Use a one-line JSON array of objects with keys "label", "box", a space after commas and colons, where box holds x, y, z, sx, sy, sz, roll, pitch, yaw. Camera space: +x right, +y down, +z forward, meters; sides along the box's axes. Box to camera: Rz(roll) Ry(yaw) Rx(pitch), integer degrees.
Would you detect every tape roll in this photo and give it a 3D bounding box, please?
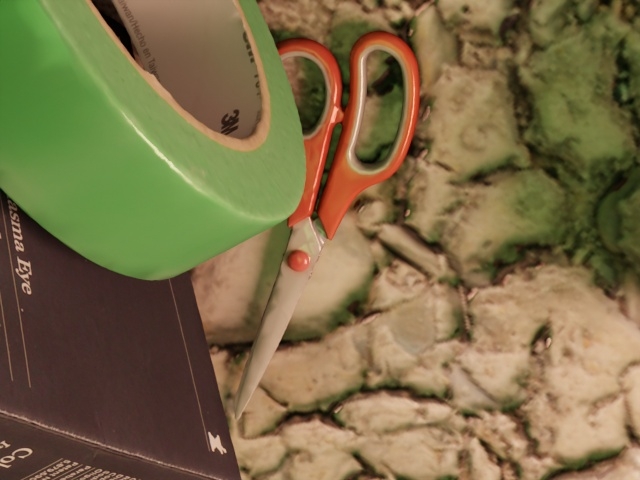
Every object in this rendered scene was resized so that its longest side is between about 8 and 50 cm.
[{"label": "tape roll", "box": [-0.123, -0.137, 0.710, 0.077, 0.321, 0.321, -28, 102, 16]}]

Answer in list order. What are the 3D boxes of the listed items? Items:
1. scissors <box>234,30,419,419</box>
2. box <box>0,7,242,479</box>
[{"label": "scissors", "box": [0.000, 0.000, 0.895, 0.109, 0.021, 0.297, 8, 108, 5]}, {"label": "box", "box": [-0.227, -0.013, 0.701, 0.179, 0.312, 0.343, -26, 61, 18]}]
